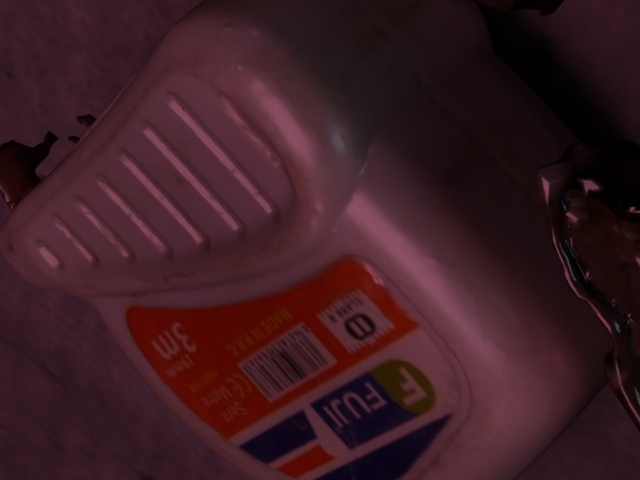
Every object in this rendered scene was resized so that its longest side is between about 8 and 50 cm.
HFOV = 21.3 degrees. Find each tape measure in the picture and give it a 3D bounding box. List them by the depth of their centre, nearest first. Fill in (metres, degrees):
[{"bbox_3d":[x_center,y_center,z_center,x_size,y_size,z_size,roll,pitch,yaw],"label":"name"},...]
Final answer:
[{"bbox_3d":[0.000,0.000,0.742,0.265,0.130,0.258,47,144,-4],"label":"tape measure"}]

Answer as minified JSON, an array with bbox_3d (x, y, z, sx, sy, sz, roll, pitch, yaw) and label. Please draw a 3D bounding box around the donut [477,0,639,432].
[{"bbox_3d":[0.161,-0.082,0.517,0.259,0.136,0.345,-21,105,48],"label":"donut"}]
